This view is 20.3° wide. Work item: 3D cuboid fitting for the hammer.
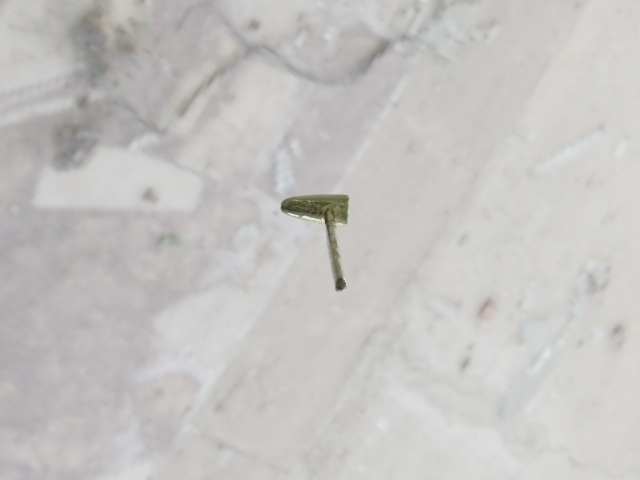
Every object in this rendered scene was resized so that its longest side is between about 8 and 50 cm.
[{"bbox_3d":[0.000,0.000,1.463,0.060,0.195,0.028,4,109,-4],"label":"hammer"}]
